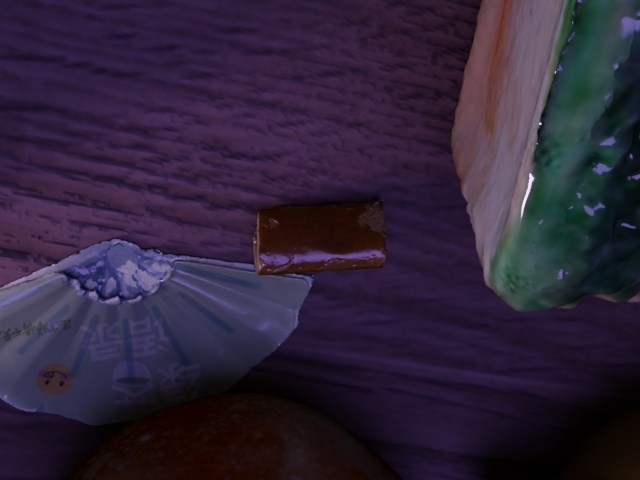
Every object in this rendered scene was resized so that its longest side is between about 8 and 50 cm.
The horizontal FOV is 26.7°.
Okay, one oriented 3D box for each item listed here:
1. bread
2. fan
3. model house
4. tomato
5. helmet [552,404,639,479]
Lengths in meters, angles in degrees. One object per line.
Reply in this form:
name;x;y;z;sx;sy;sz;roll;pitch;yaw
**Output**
bread;0.000;0.000;0.832;0.083;0.047;0.036;-3;143;-7
fan;-0.120;0.059;0.854;0.240;0.009;0.131;-7;115;-7
model house;0.241;-0.125;0.711;0.280;0.245;0.312;8;117;-5
tomato;-0.048;0.238;0.824;0.270;0.222;0.270;-3;115;-6
helmet;0.253;0.169;0.887;0.140;0.257;0.205;-61;150;-18
